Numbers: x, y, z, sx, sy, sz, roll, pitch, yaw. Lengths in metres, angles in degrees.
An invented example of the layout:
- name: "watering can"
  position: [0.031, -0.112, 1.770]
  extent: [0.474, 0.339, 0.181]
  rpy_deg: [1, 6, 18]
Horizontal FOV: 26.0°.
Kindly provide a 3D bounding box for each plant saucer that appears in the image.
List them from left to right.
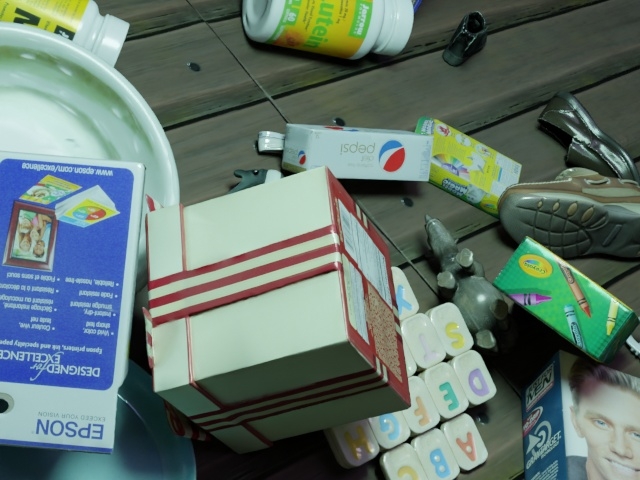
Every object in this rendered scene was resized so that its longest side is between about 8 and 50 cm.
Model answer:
- name: "plant saucer"
  position: [-0.370, -0.067, 1.644]
  extent: [0.400, 0.100, 0.400]
  rpy_deg: [13, 61, -24]
- name: "plant saucer"
  position: [-0.290, 0.235, 1.496]
  extent: [0.318, 0.043, 0.317]
  rpy_deg: [16, 46, -17]

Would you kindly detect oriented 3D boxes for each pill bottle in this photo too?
- name: "pill bottle"
  position: [-0.372, -0.289, 1.868]
  extent: [0.208, 0.119, 0.119]
  rpy_deg: [22, 44, -12]
- name: "pill bottle"
  position: [0.015, -0.357, 2.150]
  extent: [0.246, 0.136, 0.136]
  rpy_deg: [7, 49, -26]

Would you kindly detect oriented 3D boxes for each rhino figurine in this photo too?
- name: "rhino figurine"
  position: [0.199, 0.059, 1.918]
  extent: [0.243, 0.073, 0.106]
  rpy_deg: [61, 4, 28]

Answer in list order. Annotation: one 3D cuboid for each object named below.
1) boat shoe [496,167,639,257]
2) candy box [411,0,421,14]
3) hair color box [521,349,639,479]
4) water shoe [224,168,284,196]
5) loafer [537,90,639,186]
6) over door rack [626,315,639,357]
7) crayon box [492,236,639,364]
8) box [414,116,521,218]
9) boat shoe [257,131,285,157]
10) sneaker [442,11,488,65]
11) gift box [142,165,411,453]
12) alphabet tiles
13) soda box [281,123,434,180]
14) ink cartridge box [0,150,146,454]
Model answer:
- name: "boat shoe"
  position: [0.394, -0.048, 2.124]
  extent: [0.324, 0.123, 0.116]
  rpy_deg: [8, 41, -34]
- name: "candy box"
  position: [0.046, -0.503, 2.206]
  extent: [0.317, 0.268, 0.122]
  rpy_deg: [5, 46, -27]
- name: "hair color box"
  position: [0.359, 0.322, 1.762]
  extent: [0.174, 0.105, 0.347]
  rpy_deg: [20, 43, -15]
- name: "water shoe"
  position: [-0.104, -0.016, 1.834]
  extent: [0.080, 0.073, 0.203]
  rpy_deg: [7, 43, 11]
- name: "loafer"
  position: [0.436, -0.142, 2.268]
  extent: [0.078, 0.080, 0.220]
  rpy_deg: [-36, 73, -12]
- name: "over door rack"
  position: [0.631, 0.194, 2.042]
  extent: [0.239, 0.108, 0.324]
  rpy_deg: [-23, 66, -41]
- name: "crayon box"
  position: [0.335, 0.086, 1.857]
  extent: [0.165, 0.081, 0.278]
  rpy_deg: [36, 4, 16]
- name: "box"
  position: [0.216, -0.114, 2.122]
  extent: [0.179, 0.043, 0.105]
  rpy_deg: [29, 43, -8]
- name: "boat shoe"
  position: [-0.044, -0.131, 1.990]
  extent: [0.100, 0.035, 0.035]
  rpy_deg: [10, 74, -29]
- name: "sneaker"
  position: [0.256, -0.350, 2.325]
  extent: [0.051, 0.089, 0.170]
  rpy_deg: [37, 43, 4]
- name: "gift box"
  position: [-0.070, 0.070, 1.554]
  extent: [0.276, 0.258, 0.255]
  rpy_deg: [52, 26, -51]
- name: "alphabet tiles"
  position: [0.102, 0.176, 1.737]
  extent: [0.284, 0.021, 0.278]
  rpy_deg: [-19, 82, -42]
- name: "soda box"
  position: [0.055, -0.126, 1.989]
  extent: [0.216, 0.069, 0.074]
  rpy_deg: [1, 11, -34]
- name: "ink cartridge box"
  position: [-0.347, 0.057, 1.455]
  extent: [0.304, 0.072, 0.307]
  rpy_deg: [5, 85, 0]
